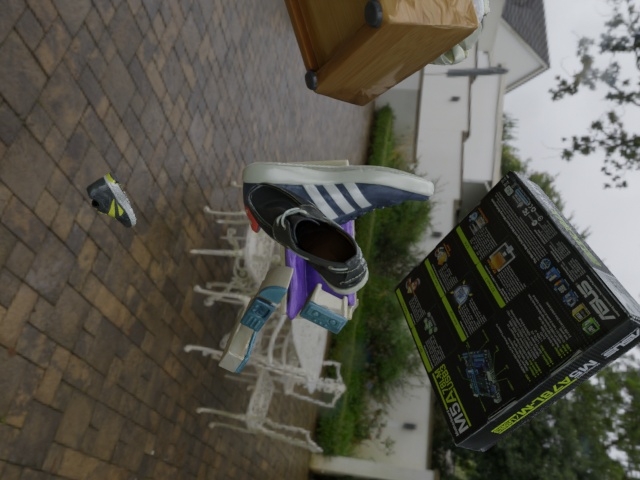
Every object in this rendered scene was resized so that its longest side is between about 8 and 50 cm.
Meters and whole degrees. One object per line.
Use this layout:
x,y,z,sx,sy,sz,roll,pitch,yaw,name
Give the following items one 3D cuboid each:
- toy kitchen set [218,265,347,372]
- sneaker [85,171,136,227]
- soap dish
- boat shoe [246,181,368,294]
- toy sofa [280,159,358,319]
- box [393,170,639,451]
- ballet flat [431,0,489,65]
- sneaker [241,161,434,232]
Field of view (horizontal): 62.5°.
-0.069,0.175,1.007,0.207,0.166,0.122,-55,-168,38,toy kitchen set
-0.223,-0.040,0.561,0.031,0.035,0.083,57,-17,30,sneaker
0.035,-0.314,0.568,0.229,0.118,0.290,-12,-83,67,soap dish
-0.025,-0.021,0.754,0.084,0.233,0.079,-44,151,-10,boat shoe
0.000,0.000,1.211,0.177,0.150,0.362,-26,115,-76,toy sofa
0.163,0.060,0.485,0.184,0.045,0.190,-53,-147,29,box
0.246,-0.372,0.969,0.248,0.086,0.086,105,-8,-79,ballet flat
0.031,-0.064,0.981,0.131,0.350,0.148,-86,178,-78,sneaker
